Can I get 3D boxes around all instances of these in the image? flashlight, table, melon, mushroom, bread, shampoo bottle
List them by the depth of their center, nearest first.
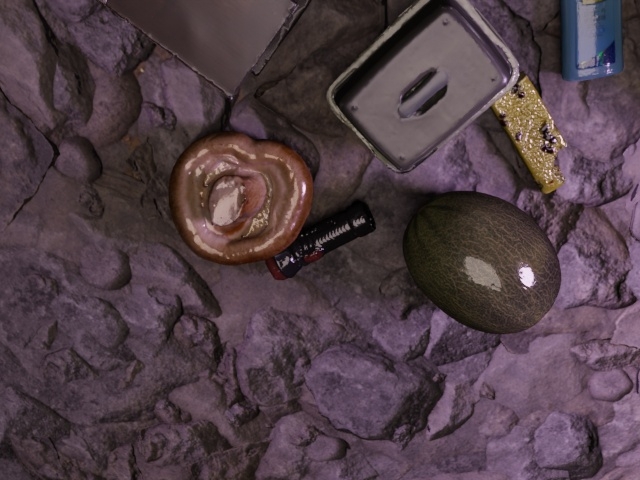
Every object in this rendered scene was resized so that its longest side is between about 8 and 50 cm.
[{"bbox_3d":[-0.181,-0.408,1.040,0.282,0.250,0.196,36,111,-10],"label":"table"},{"bbox_3d":[0.455,-0.407,1.086,0.103,0.061,0.259,-9,112,7],"label":"shampoo bottle"},{"bbox_3d":[0.396,-0.194,1.189,0.088,0.049,0.226,-33,107,17],"label":"bread"},{"bbox_3d":[0.296,0.036,1.195,0.301,0.237,0.237,36,112,-9],"label":"melon"},{"bbox_3d":[-0.155,-0.085,1.233,0.278,0.146,0.278,0,95,4],"label":"mushroom"},{"bbox_3d":[0.000,0.000,1.288,0.232,0.093,0.093,-24,109,14],"label":"flashlight"}]

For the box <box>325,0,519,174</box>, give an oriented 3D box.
[{"bbox_3d":[0.175,-0.271,1.112,0.290,0.166,0.220,-41,105,20],"label":"box"}]
